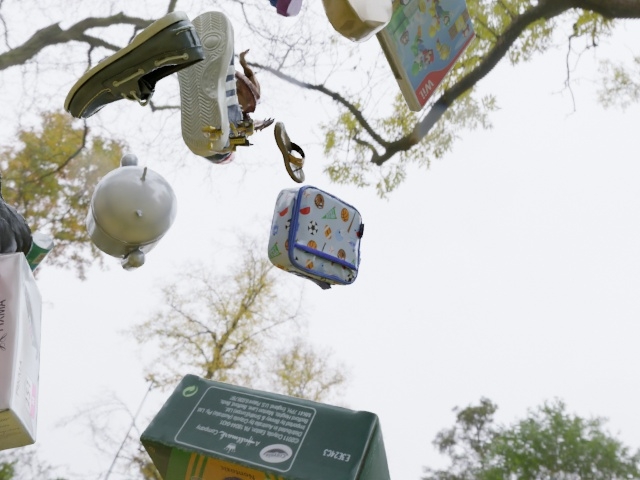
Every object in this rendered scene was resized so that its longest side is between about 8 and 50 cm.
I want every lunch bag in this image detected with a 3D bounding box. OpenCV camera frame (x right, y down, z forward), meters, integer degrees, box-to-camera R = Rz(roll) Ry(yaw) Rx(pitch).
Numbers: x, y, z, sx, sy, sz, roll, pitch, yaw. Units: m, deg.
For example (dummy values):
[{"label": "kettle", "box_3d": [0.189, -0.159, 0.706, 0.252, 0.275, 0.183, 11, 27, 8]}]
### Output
[{"label": "lunch bag", "box_3d": [0.000, 0.000, 1.393, 0.115, 0.242, 0.304, -6, -19, 40]}]

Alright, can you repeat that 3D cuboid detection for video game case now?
[{"label": "video game case", "box_3d": [0.159, -0.382, 0.848, 0.025, 0.204, 0.285, 22, -21, 42]}]

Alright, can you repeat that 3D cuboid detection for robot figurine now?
[{"label": "robot figurine", "box_3d": [-0.488, -0.068, 1.353, 0.200, 0.299, 0.353, -5, -13, -30]}]

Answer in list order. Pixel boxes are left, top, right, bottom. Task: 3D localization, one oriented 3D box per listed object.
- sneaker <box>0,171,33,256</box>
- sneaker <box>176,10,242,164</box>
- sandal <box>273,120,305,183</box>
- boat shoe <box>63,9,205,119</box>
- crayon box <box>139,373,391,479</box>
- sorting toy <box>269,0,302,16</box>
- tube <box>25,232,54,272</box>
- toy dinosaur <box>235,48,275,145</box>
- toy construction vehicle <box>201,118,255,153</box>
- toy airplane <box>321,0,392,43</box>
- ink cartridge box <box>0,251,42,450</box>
[{"label": "sneaker", "box_3d": [-0.655, -0.081, 0.970, 0.109, 0.130, 0.286, -30, -84, 11]}, {"label": "sneaker", "box_3d": [-0.236, -0.330, 1.164, 0.131, 0.349, 0.148, -2, -15, 12]}, {"label": "sandal", "box_3d": [-0.064, -0.209, 1.260, 0.049, 0.072, 0.180, -9, -47, 14]}, {"label": "boat shoe", "box_3d": [-0.363, -0.313, 1.019, 0.320, 0.116, 0.099, -30, -77, 16]}, {"label": "crayon box", "box_3d": [-0.026, 0.290, 0.534, 0.203, 0.083, 0.322, 4, -53, 24]}, {"label": "sorting toy", "box_3d": [-0.048, -0.719, 1.230, 0.126, 0.127, 0.365, 33, -69, 13]}, {"label": "tube", "box_3d": [-0.714, 0.067, 1.248, 0.207, 0.052, 0.080, -42, -35, 17]}, {"label": "toy dinosaur", "box_3d": [-0.205, -0.392, 1.453, 0.127, 0.200, 0.295, -21, -5, -6]}, {"label": "toy construction vehicle", "box_3d": [-0.170, -0.193, 0.990, 0.099, 0.035, 0.086, -7, -10, -4]}, {"label": "toy airplane", "box_3d": [-0.022, -0.393, 0.442, 0.273, 0.386, 0.384, -16, -59, 22]}, {"label": "ink cartridge box", "box_3d": [-0.465, 0.125, 0.757, 0.060, 0.275, 0.238, -7, -39, -18]}]
